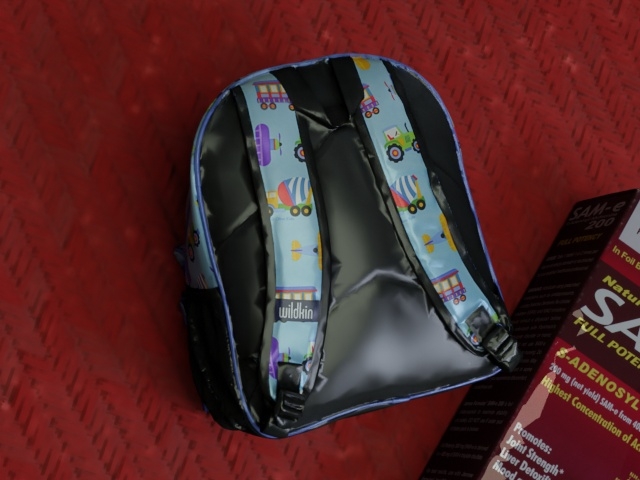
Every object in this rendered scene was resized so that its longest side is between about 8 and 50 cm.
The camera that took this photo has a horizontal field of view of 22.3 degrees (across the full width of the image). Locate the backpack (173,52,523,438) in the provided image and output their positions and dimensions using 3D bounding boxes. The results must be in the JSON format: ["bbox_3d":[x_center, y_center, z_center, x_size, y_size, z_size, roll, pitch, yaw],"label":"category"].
[{"bbox_3d":[0.000,0.000,0.811,0.158,0.117,0.173,-14,91,-21],"label":"backpack"}]

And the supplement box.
[{"bbox_3d":[0.149,0.106,0.881,0.130,0.073,0.239,35,74,-14],"label":"supplement box"}]
